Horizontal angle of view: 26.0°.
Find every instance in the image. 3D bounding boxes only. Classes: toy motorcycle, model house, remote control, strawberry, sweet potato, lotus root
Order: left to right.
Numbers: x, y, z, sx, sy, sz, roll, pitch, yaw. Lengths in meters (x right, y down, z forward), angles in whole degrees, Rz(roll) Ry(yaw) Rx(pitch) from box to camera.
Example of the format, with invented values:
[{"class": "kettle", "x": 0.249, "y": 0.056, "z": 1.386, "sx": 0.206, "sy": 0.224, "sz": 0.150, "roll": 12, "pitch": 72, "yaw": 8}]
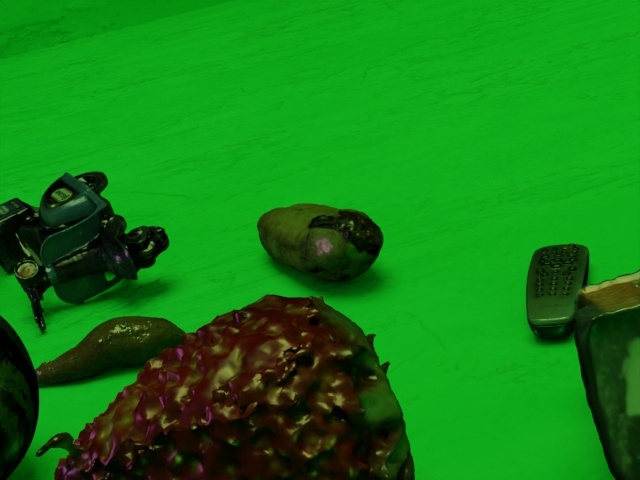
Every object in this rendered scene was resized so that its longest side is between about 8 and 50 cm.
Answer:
[{"class": "toy motorcycle", "x": -0.356, "y": 0.007, "z": 1.972, "sx": 0.213, "sy": 0.125, "sz": 0.358, "roll": -28, "pitch": 26, "yaw": -18}, {"class": "sweet potato", "x": -0.265, "y": 0.130, "z": 1.705, "sx": 0.226, "sy": 0.068, "sz": 0.068, "roll": -14, "pitch": 23, "yaw": -7}, {"class": "strawberry", "x": -0.089, "y": 0.193, "z": 1.213, "sx": 0.343, "sy": 0.292, "sz": 0.292, "roll": -16, "pitch": 23, "yaw": -1}, {"class": "lotus root", "x": 0.000, "y": 0.000, "z": 1.859, "sx": 0.110, "sy": 0.097, "sz": 0.258, "roll": -14, "pitch": 15, "yaw": -27}, {"class": "remote control", "x": 0.284, "y": 0.056, "z": 1.669, "sx": 0.072, "sy": 0.042, "sz": 0.222, "roll": -4, "pitch": 23, "yaw": 15}, {"class": "model house", "x": 0.375, "y": 0.112, "z": 1.386, "sx": 0.271, "sy": 0.190, "sz": 0.301, "roll": -15, "pitch": 8, "yaw": -1}]

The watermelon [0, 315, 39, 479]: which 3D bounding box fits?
[{"class": "watermelon", "x": -0.431, "y": 0.175, "z": 1.441, "sx": 0.269, "sy": 0.269, "sz": 0.269, "roll": -9, "pitch": 23, "yaw": 4}]
